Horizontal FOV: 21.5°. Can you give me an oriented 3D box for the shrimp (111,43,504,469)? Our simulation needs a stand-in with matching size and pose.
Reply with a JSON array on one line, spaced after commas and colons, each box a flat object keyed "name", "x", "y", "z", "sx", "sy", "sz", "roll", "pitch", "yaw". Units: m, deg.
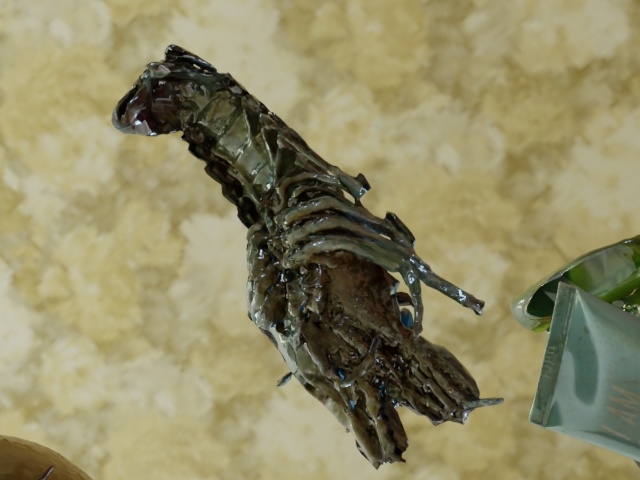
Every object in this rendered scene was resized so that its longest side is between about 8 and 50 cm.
[{"name": "shrimp", "x": 0.002, "y": -0.002, "z": 0.598, "sx": 0.076, "sy": 0.082, "sz": 0.174, "roll": -14, "pitch": -117, "yaw": -54}]

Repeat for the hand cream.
[{"name": "hand cream", "x": 0.278, "y": 0.123, "z": 1.038, "sx": 0.312, "sy": 0.111, "sz": 0.070, "roll": 18, "pitch": -148, "yaw": 21}]

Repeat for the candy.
[{"name": "candy", "x": 0.252, "y": 0.111, "z": 1.202, "sx": 0.069, "sy": 0.149, "sz": 0.246, "roll": -34, "pitch": -90, "yaw": -41}]

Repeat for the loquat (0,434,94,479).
[{"name": "loquat", "x": -0.267, "y": 0.266, "z": 1.242, "sx": 0.275, "sy": 0.275, "sz": 0.275, "roll": 39, "pitch": -153, "yaw": -24}]
